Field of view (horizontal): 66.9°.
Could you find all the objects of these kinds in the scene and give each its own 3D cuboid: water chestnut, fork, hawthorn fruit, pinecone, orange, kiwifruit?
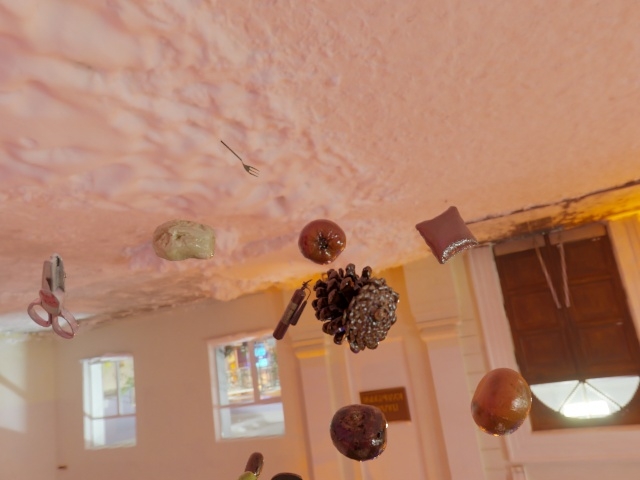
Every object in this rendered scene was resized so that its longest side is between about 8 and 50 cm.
[{"bbox_3d":[0.150,0.732,1.826,0.223,0.239,0.224,-6,-169,1],"label":"water chestnut"},{"bbox_3d":[-0.324,-0.321,1.896,0.021,0.235,0.039,-30,152,-42],"label":"fork"},{"bbox_3d":[0.000,0.000,1.990,0.196,0.197,0.225,-7,-173,-7],"label":"hawthorn fruit"},{"bbox_3d":[0.094,0.180,1.417,0.263,0.265,0.264,-8,167,-2],"label":"pinecone"},{"bbox_3d":[0.624,0.557,1.670,0.171,0.240,0.240,26,174,14],"label":"orange"},{"bbox_3d":[-0.285,0.975,2.092,0.075,0.125,0.075,11,132,12],"label":"kiwifruit"}]

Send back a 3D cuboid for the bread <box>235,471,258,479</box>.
[{"bbox_3d":[-0.223,0.701,1.318,0.130,0.071,0.139,-52,161,2],"label":"bread"}]

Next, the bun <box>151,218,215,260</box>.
[{"bbox_3d":[-0.483,-0.008,1.726,0.229,0.145,0.229,3,-158,-1],"label":"bun"}]

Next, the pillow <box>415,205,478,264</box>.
[{"bbox_3d":[0.450,-0.020,1.731,0.179,0.172,0.075,-27,167,-14],"label":"pillow"}]

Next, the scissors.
[{"bbox_3d":[-0.562,0.115,1.018,0.118,0.031,0.242,26,130,1],"label":"scissors"}]

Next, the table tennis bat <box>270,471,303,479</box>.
[{"bbox_3d":[-0.072,0.716,1.409,0.156,0.087,0.013,13,-165,-10],"label":"table tennis bat"}]

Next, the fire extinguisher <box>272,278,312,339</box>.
[{"bbox_3d":[-0.066,0.173,1.186,0.035,0.173,0.049,22,-164,-21],"label":"fire extinguisher"}]
